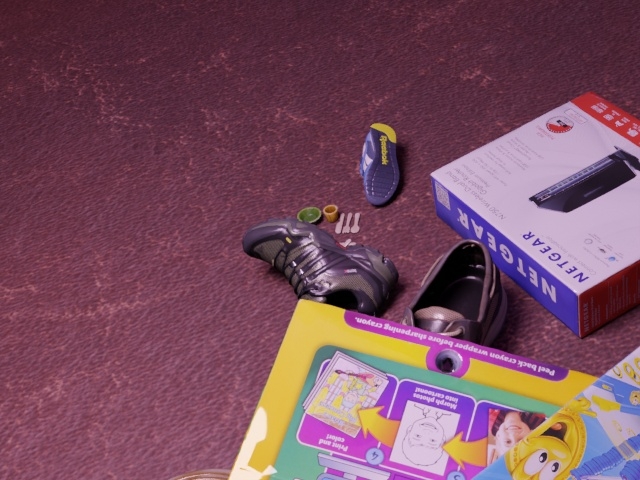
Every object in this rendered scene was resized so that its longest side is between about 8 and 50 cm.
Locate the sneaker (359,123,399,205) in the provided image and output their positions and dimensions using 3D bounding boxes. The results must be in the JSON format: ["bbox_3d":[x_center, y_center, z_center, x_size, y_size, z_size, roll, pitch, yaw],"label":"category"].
[{"bbox_3d":[0.089,-0.109,1.793,0.053,0.059,0.144,15,56,-14],"label":"sneaker"}]

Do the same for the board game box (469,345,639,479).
[{"bbox_3d":[0.312,0.289,1.080,0.302,0.086,0.308,-33,64,-22],"label":"board game box"}]

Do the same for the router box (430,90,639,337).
[{"bbox_3d":[0.371,-0.050,1.616,0.301,0.082,0.335,-28,42,-17],"label":"router box"}]

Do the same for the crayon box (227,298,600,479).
[{"bbox_3d":[0.100,0.256,1.217,0.362,0.106,0.313,15,58,11],"label":"crayon box"}]

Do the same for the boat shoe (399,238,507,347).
[{"bbox_3d":[0.135,0.133,1.429,0.132,0.130,0.355,5,43,21],"label":"boat shoe"}]

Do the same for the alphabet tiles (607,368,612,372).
[{"bbox_3d":[0.481,0.154,1.249,0.342,0.011,0.285,-23,38,23],"label":"alphabet tiles"}]

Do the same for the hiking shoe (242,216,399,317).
[{"bbox_3d":[-0.013,0.045,1.592,0.226,0.086,0.114,16,58,15],"label":"hiking shoe"}]

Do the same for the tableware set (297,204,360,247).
[{"bbox_3d":[0.000,0.000,1.706,0.104,0.024,0.154,-1,42,15],"label":"tableware set"}]

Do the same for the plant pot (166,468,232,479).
[{"bbox_3d":[-0.141,0.350,1.329,0.236,0.032,0.236,-7,40,6],"label":"plant pot"}]
